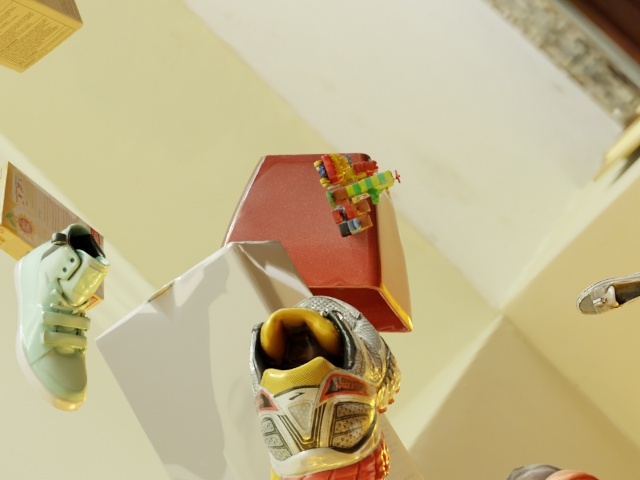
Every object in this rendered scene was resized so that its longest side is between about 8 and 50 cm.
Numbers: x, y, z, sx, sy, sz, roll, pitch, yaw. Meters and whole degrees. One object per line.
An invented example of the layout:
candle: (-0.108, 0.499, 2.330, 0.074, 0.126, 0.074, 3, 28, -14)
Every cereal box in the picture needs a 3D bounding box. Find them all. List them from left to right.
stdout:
cereal box: (-0.467, -0.006, 2.022, 0.240, 0.047, 0.173, 44, -158, -36)

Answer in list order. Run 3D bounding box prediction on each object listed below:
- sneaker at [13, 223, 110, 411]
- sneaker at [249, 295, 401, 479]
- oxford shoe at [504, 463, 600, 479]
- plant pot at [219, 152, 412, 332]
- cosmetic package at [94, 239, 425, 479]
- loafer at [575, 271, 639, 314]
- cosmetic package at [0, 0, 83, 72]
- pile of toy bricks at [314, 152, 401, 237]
sneaker: (-0.349, 0.099, 1.637, 0.094, 0.151, 0.255, 12, -130, -46)
sneaker: (0.003, 0.075, 0.735, 0.225, 0.088, 0.092, -96, -9, -75)
oxford shoe: (0.124, 0.294, 0.928, 0.097, 0.271, 0.098, 50, 159, -22)
plant pot: (0.000, 0.000, 1.888, 0.267, 0.267, 0.235, 50, -138, -66)
cosmetic package: (-0.057, 0.211, 1.326, 0.385, 0.217, 0.156, 61, -162, 11)
loafer: (0.421, 0.073, 1.662, 0.039, 0.125, 0.045, -47, -64, -81)
cosmetic package: (-0.205, -0.146, 0.709, 0.115, 0.060, 0.041, 20, -138, -62)
pile of toy bricks: (0.062, -0.074, 1.658, 0.212, 0.105, 0.118, 43, -153, -82)
